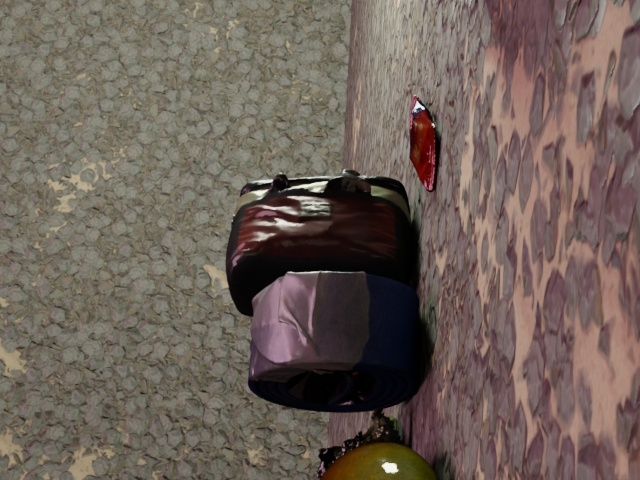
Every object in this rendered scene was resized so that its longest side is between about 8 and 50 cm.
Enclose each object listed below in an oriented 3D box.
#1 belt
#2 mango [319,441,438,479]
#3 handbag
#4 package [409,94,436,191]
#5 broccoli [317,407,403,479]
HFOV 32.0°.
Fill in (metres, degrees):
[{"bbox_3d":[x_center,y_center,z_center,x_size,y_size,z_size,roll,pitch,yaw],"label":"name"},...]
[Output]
[{"bbox_3d":[0.015,0.135,1.405,0.347,0.212,0.117,102,173,-72],"label":"belt"},{"bbox_3d":[0.059,0.282,1.162,0.146,0.129,0.289,-58,1,-27],"label":"mango"},{"bbox_3d":[0.000,0.000,1.514,0.181,0.254,0.181,79,-168,-47],"label":"handbag"},{"bbox_3d":[0.129,-0.126,1.414,0.200,0.022,0.083,-98,12,-72],"label":"package"},{"bbox_3d":[0.070,0.276,1.471,0.122,0.118,0.204,64,-161,-6],"label":"broccoli"}]
